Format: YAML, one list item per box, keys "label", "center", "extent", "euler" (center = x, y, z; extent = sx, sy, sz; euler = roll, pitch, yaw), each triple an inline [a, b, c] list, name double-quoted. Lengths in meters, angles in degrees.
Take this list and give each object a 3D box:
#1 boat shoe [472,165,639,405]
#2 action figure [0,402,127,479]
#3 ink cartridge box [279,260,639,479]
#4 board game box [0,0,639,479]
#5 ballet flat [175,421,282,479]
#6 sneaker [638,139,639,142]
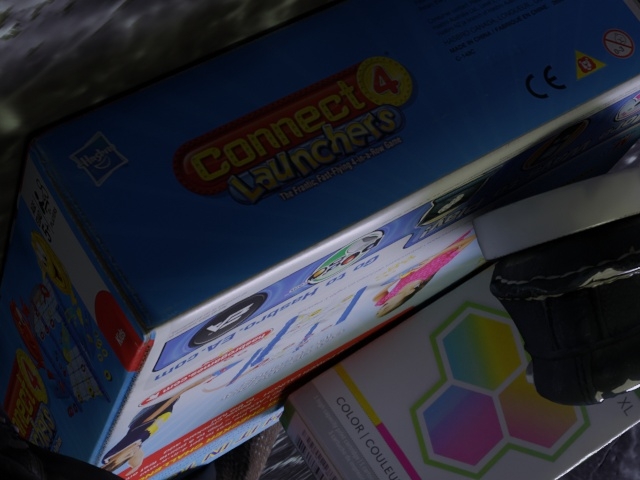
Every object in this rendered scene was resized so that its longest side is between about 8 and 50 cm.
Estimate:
- label: "boat shoe"
  center: [0.158, 0.020, 0.697]
  extent: [0.114, 0.091, 0.302]
  euler: [-18, 173, 32]
- label: "action figure"
  center: [-0.175, 0.087, 0.467]
  extent: [0.276, 0.141, 0.164]
  euler: [-24, 171, 27]
- label: "ink cartridge box"
  center: [0.094, 0.078, 0.756]
  extent: [0.209, 0.109, 0.062]
  euler: [-31, 167, -16]
- label: "board game box"
  center: [0.000, 0.000, 0.686]
  extent: [0.308, 0.086, 0.302]
  euler: [-28, 165, -28]
- label: "ballet flat"
  center: [-0.060, 0.126, 0.855]
  extent: [0.084, 0.058, 0.250]
  euler: [-14, -161, 13]
- label: "sneaker"
  center: [0.228, -0.111, 0.825]
  extent: [0.087, 0.092, 0.228]
  euler: [-32, 170, -21]
